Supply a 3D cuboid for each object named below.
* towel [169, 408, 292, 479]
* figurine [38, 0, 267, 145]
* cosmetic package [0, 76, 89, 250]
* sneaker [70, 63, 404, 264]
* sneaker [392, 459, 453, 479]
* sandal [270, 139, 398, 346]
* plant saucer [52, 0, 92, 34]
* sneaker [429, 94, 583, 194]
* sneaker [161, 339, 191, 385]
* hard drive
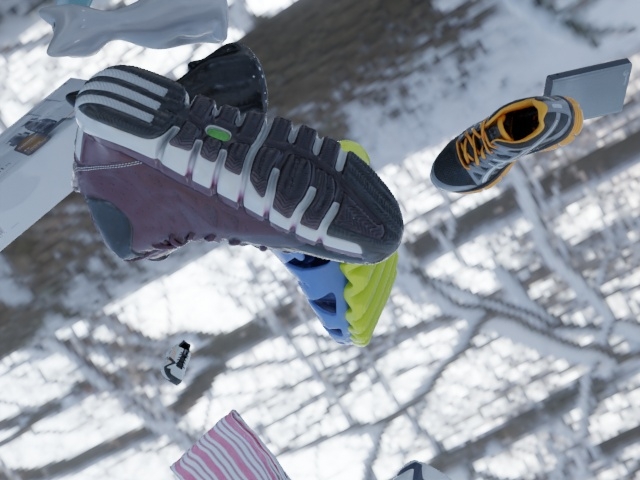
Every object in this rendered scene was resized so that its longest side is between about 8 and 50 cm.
[{"bbox_3d":[-0.138,0.352,2.100,0.144,0.197,0.029,51,-140,6],"label":"towel"},{"bbox_3d":[-0.190,-0.198,1.530,0.092,0.210,0.214,99,152,-54],"label":"figurine"},{"bbox_3d":[-0.504,-0.129,2.422,0.097,0.377,0.284,54,163,-22],"label":"cosmetic package"},{"bbox_3d":[-0.079,-0.026,1.160,0.281,0.162,0.106,26,-136,0],"label":"sneaker"},{"bbox_3d":[0.168,0.391,1.715,0.235,0.153,0.094,33,164,2],"label":"sneaker"},{"bbox_3d":[0.000,0.000,1.536,0.317,0.138,0.126,74,-147,-48],"label":"sandal"},{"bbox_3d":[-0.294,-0.404,1.901,0.044,0.317,0.317,26,-148,-11],"label":"plant saucer"},{"bbox_3d":[0.221,-0.127,1.766,0.083,0.215,0.084,8,-123,-55],"label":"sneaker"},{"bbox_3d":[-0.248,0.210,2.431,0.040,0.044,0.109,37,-159,-21],"label":"sneaker"},{"bbox_3d":[0.398,-0.221,2.111,0.094,0.135,0.022,92,157,-45],"label":"hard drive"}]
